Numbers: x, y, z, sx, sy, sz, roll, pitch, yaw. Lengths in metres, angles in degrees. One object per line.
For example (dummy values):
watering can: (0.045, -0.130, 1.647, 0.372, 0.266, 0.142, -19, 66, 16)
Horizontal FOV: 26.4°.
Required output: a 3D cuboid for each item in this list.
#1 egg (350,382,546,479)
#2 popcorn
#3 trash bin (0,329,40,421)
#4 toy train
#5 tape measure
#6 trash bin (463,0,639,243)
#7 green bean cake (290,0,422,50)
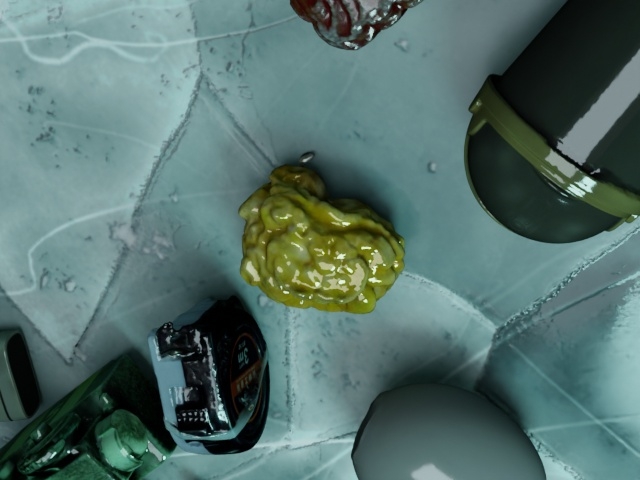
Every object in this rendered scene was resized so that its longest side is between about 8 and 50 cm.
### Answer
egg: (0.153, 0.261, 1.589, 0.231, 0.176, 0.176, 19, 114, -3)
popcorn: (-0.011, 0.015, 1.553, 0.194, 0.140, 0.163, 38, 109, -2)
trash bin: (-0.438, 0.177, 1.749, 0.129, 0.059, 0.116, -7, 108, 16)
toy train: (-0.305, 0.287, 1.664, 0.299, 0.238, 0.167, -36, 101, 24)
tape measure: (-0.127, 0.164, 1.610, 0.107, 0.182, 0.181, -3, 99, 16)
trash bin: (0.286, -0.139, 1.388, 0.214, 0.214, 0.334, 39, 110, -4)
green bean cake: (0.050, -0.327, 1.427, 0.232, 0.097, 0.199, -33, 101, 22)
